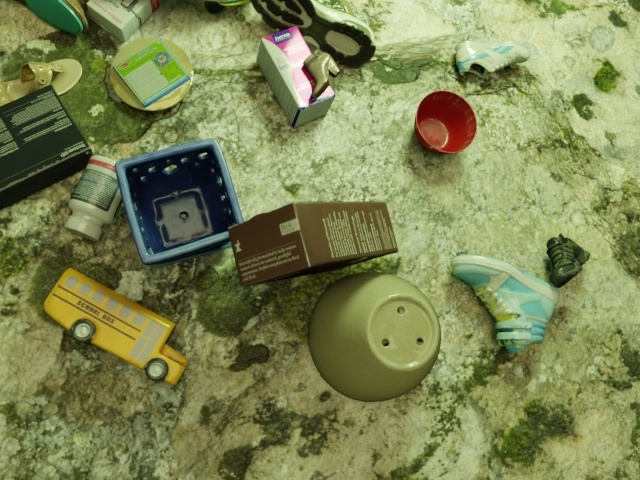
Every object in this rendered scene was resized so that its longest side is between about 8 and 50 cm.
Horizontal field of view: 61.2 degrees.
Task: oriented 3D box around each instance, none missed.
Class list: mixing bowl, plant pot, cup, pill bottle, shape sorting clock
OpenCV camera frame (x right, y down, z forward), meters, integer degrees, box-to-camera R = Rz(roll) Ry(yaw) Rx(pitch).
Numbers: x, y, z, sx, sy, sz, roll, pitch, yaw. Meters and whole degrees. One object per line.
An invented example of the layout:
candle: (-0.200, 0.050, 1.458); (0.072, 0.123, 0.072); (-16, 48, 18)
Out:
mixing bowl: (0.332, -0.314, 1.510); (0.181, 0.098, 0.182); (3, 78, -13)
plant pot: (-0.319, -0.070, 1.250); (0.235, 0.212, 0.236); (-17, 82, -16)
cup: (0.155, 0.223, 1.286); (0.330, 0.237, 0.332); (3, 79, -12)
pill bottle: (-0.521, -0.096, 1.263); (0.107, 0.108, 0.180); (22, 74, -8)
shape sorting clock: (-0.431, -0.427, 1.388); (0.206, 0.040, 0.207); (2, 80, -9)

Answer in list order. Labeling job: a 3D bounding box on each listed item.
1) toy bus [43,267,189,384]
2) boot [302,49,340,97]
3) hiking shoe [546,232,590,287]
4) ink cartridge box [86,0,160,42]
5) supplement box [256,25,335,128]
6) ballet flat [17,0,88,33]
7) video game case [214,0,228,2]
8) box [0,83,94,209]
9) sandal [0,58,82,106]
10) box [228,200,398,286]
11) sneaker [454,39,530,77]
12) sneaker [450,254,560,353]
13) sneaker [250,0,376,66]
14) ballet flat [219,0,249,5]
toy bus: (-0.445, 0.202, 1.220); (0.332, 0.108, 0.130); (29, 72, -5)
boot: (-0.009, -0.428, 1.374); (0.087, 0.042, 0.118); (39, 69, 3)
hiking shoe: (0.660, 0.052, 1.496); (0.114, 0.086, 0.226); (47, 37, 14)
ink cartridge box: (-0.508, -0.608, 1.397); (0.109, 0.063, 0.151); (36, 73, -4)
supplement box: (-0.068, -0.432, 1.437); (0.111, 0.114, 0.220); (-28, 84, -18)
ballet flat: (-0.720, -0.637, 1.345); (0.342, 0.116, 0.124); (22, 55, -4)
video game case: (-0.390, -0.762, 1.423); (0.299, 0.036, 0.329); (1, 61, -11)
box: (-0.689, -0.212, 1.253); (0.261, 0.103, 0.184); (-31, 84, -17)
sandal: (-0.693, -0.386, 1.299); (0.239, 0.079, 0.088); (-29, 86, -17)
box: (0.000, 0.000, 1.217); (0.381, 0.191, 0.143); (-4, 78, -54)
sneaker: (0.512, -0.536, 1.612); (0.228, 0.087, 0.093); (-2, 86, -6)
sneaker: (0.473, 0.175, 1.427); (0.318, 0.127, 0.208); (22, 73, -7)
sneaker: (-0.024, -0.645, 1.481); (0.410, 0.158, 0.182); (29, 50, -22)
ballet flat: (-0.191, -0.693, 1.480); (0.231, 0.077, 0.077); (-42, 87, -16)
